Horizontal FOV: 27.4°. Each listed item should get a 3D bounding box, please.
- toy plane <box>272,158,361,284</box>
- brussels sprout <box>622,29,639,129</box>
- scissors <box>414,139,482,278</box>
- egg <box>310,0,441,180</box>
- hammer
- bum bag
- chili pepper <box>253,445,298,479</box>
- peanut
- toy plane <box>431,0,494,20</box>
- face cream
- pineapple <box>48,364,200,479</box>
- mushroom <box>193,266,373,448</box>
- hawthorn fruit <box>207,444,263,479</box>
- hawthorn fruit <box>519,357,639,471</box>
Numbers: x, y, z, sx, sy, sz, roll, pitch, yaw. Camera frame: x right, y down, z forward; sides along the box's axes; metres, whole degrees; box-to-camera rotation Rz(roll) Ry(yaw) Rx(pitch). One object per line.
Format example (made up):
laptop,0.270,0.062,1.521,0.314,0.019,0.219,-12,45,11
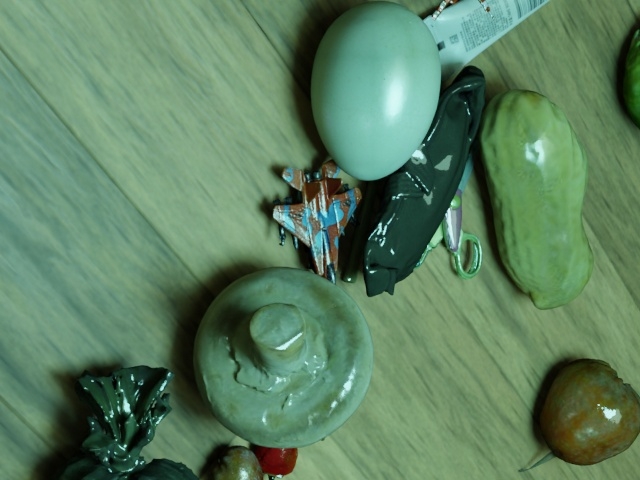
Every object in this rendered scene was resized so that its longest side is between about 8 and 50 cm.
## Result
toy plane,-0.002,-0.001,1.576,0.130,0.061,0.189,-15,112,-35
brussels sprout,0.502,-0.223,1.855,0.162,0.144,0.180,-24,91,-10
scissors,0.169,-0.046,1.718,0.134,0.020,0.187,11,91,-30
egg,0.063,-0.174,1.531,0.151,0.151,0.209,2,102,-37
hammer,0.062,-0.042,1.643,0.062,0.013,0.198,13,92,-38
bum bag,0.124,-0.073,1.629,0.326,0.080,0.142,-63,160,-10
chili pepper,-0.045,0.207,1.593,0.059,0.050,0.267,6,95,-22
peanut,0.294,-0.056,1.738,0.148,0.148,0.318,-33,119,-27
toy plane,0.120,-0.330,1.594,0.194,0.077,0.126,-6,99,-28
face cream,0.235,-0.303,1.697,0.244,0.058,0.092,-35,124,-20
pineapple,-0.216,0.289,1.423,0.141,0.170,0.309,-1,97,-80
mushroom,-0.042,0.124,1.463,0.207,0.215,0.207,0,74,0
hawthorn fruit,-0.086,0.292,1.560,0.103,0.067,0.066,43,72,-11
hawthorn fruit,0.383,0.263,1.865,0.149,0.149,0.189,19,87,-38
